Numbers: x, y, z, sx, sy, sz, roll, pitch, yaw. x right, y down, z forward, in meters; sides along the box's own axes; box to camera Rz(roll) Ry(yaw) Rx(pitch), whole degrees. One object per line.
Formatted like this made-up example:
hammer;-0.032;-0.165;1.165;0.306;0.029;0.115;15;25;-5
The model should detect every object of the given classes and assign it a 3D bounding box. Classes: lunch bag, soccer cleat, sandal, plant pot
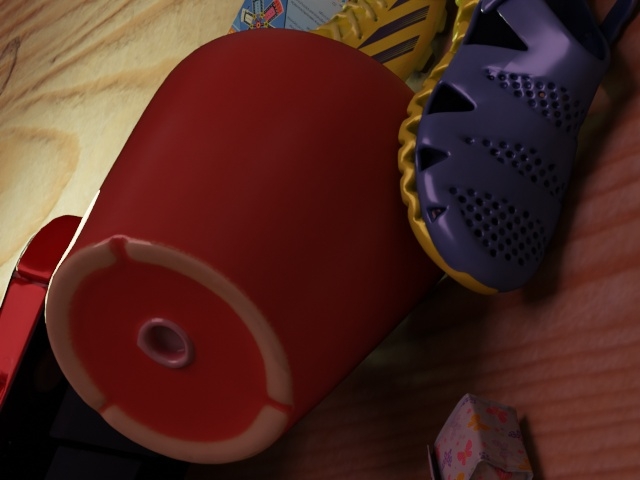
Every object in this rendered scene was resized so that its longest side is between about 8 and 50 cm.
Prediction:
lunch bag;0.101;0.159;1.275;0.071;0.053;0.083;-97;29;-52
soccer cleat;0.012;-0.151;1.636;0.289;0.121;0.093;-56;20;-6
sandal;0.149;-0.113;1.347;0.138;0.126;0.317;-19;53;52
plant pot;-0.060;0.015;1.383;0.275;0.275;0.243;-44;6;41

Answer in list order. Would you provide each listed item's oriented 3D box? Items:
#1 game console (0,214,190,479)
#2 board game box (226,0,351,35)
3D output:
game console;-0.192;0.166;1.591;0.386;0.060;0.342;31;-104;-68
board game box;-0.023;-0.231;1.929;0.145;0.027;0.281;-60;24;10
